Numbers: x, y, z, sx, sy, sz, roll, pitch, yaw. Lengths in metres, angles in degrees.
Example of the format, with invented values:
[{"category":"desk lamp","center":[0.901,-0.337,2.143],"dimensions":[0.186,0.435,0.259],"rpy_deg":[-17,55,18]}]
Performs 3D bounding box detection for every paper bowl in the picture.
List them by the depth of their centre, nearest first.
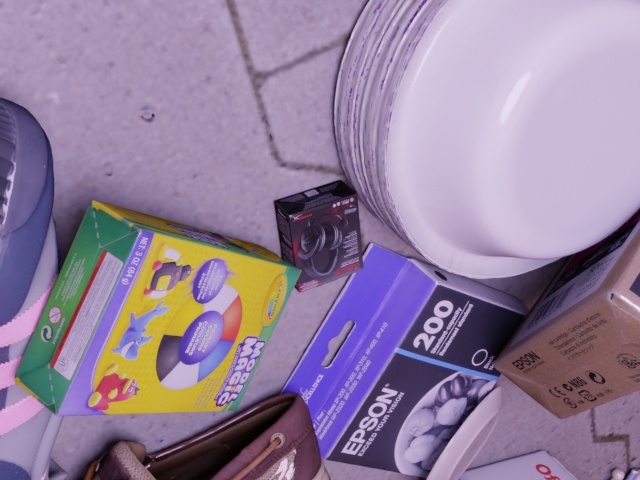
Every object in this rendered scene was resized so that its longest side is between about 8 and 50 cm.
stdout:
[{"category":"paper bowl","center":[0.165,-0.100,0.657],"dimensions":[0.284,0.148,0.284],"rpy_deg":[-13,121,-23]}]

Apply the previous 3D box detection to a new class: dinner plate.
[{"category":"dinner plate","center":[0.151,0.210,0.865],"dimensions":[0.141,0.017,0.141],"rpy_deg":[-44,154,-27]}]

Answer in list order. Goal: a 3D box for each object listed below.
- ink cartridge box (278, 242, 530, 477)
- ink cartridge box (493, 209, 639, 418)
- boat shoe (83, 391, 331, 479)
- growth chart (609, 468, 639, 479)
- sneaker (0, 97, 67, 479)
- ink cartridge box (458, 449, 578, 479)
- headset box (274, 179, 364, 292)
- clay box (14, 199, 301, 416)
[{"category":"ink cartridge box","center":[0.080,0.124,0.800],"dimensions":[0.208,0.045,0.206],"rpy_deg":[20,107,-35]},{"category":"ink cartridge box","center":[0.266,0.035,0.713],"dimensions":[0.193,0.088,0.235],"rpy_deg":[-50,174,-24]},{"category":"boat shoe","center":[-0.154,0.217,0.688],"dimensions":[0.342,0.123,0.123],"rpy_deg":[-17,109,-20]},{"category":"growth chart","center":[0.448,0.356,1.152],"dimensions":[0.237,0.021,0.172],"rpy_deg":[5,113,-32]},{"category":"sneaker","center":[-0.214,0.056,0.579],"dimensions":[0.131,0.112,0.319],"rpy_deg":[-6,121,-51]},{"category":"ink cartridge box","center":[0.180,0.352,0.885],"dimensions":[0.278,0.201,0.117],"rpy_deg":[-6,120,-27]},{"category":"headset box","center":[0.000,0.000,0.693],"dimensions":[0.062,0.032,0.083],"rpy_deg":[-18,122,-19]},{"category":"clay box","center":[-0.096,0.057,0.604],"dimensions":[0.222,0.053,0.127],"rpy_deg":[17,99,-59]}]
